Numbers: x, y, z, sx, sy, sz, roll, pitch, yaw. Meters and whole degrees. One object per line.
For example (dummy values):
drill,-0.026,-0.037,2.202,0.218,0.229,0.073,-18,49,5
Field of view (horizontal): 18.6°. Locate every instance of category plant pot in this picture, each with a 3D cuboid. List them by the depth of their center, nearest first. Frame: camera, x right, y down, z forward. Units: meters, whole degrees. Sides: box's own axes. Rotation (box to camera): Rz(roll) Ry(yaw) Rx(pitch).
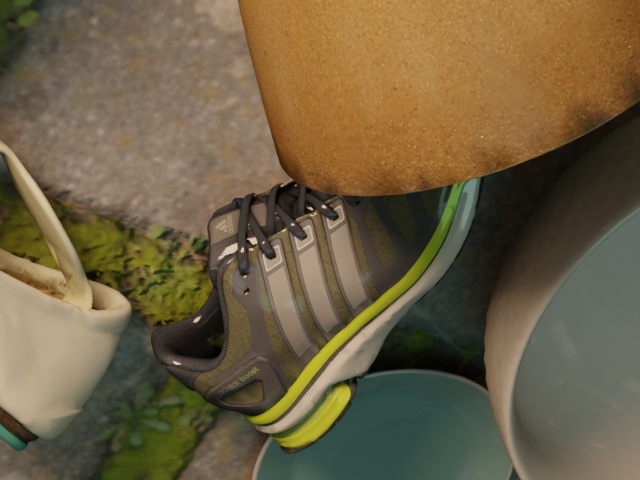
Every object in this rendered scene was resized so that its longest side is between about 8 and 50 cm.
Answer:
plant pot,0.040,-0.191,0.984,0.237,0.237,0.254,-23,114,3

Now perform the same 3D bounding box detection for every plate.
plate,0.043,0.154,1.355,0.188,0.024,0.188,-7,128,-9

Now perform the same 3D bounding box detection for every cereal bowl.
cereal bowl,0.259,0.033,1.243,0.339,0.141,0.339,-7,128,-9

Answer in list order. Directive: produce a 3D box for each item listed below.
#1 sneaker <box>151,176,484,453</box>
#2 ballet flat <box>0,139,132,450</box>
sneaker,0.000,0.000,1.175,0.121,0.111,0.300,19,118,-22
ballet flat,-0.245,-0.031,1.088,0.139,0.139,0.400,-33,132,11
